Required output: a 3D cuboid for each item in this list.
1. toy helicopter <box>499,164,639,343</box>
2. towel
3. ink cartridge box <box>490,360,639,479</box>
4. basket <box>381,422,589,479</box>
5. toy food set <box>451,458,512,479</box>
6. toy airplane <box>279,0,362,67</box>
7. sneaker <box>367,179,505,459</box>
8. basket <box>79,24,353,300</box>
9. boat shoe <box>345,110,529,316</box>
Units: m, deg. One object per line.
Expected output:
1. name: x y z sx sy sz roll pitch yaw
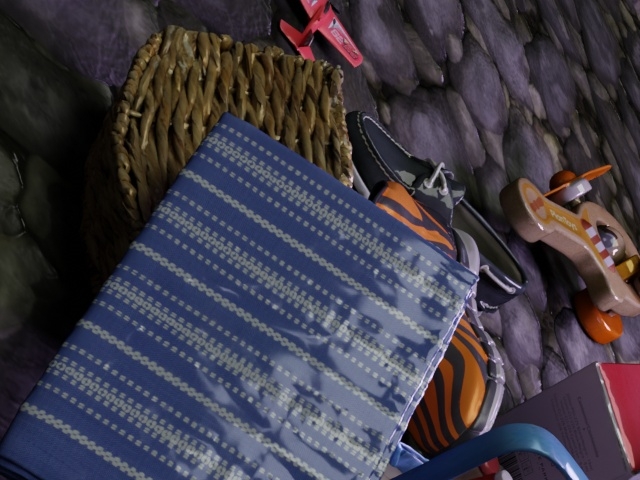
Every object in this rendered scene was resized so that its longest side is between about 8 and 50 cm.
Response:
1. toy helicopter: 0.341 -0.018 2.181 0.355 0.140 0.235 25 43 -50
2. towel: -0.050 0.093 1.165 0.243 0.040 0.336 34 60 -5
3. ink cartridge box: 0.373 0.214 1.754 0.309 0.272 0.130 5 61 -39
4. basket: 0.104 0.261 1.274 0.255 0.289 0.201 48 31 -34
5. toy food set: 0.172 0.276 1.608 0.111 0.104 0.232 55 27 -18
6. toy airplane: -0.007 -0.244 1.850 0.151 0.028 0.151 42 32 -35
7. sneaker: 0.078 0.069 1.637 0.180 0.124 0.321 37 28 -32
8. basket: -0.103 0.002 1.361 0.213 0.223 0.299 10 50 -19
9. boat shoe: 0.126 -0.040 1.835 0.302 0.091 0.114 49 29 -28
